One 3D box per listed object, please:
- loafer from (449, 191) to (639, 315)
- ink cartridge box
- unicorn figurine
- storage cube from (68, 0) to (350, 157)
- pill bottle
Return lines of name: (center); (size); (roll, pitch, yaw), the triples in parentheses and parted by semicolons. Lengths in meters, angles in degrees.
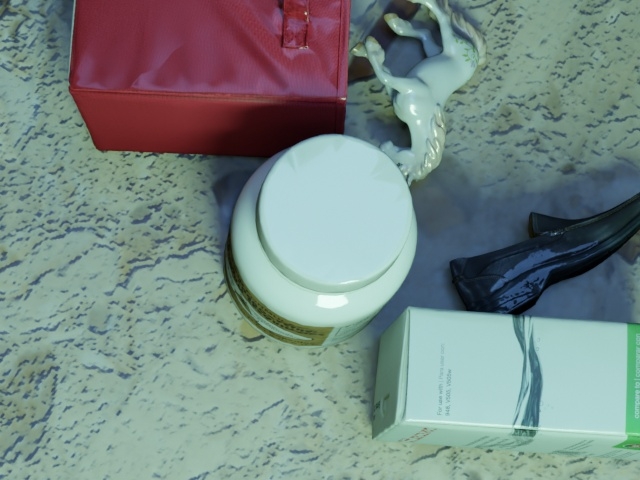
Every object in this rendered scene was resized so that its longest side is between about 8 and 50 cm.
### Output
loafer: (0.178, 0.003, 1.486); (0.170, 0.062, 0.061); (-30, 79, -11)
ink cartridge box: (0.149, 0.106, 1.417); (0.208, 0.153, 0.087); (4, 79, -6)
unicorn figurine: (0.074, -0.119, 1.494); (0.162, 0.060, 0.111); (-44, 98, -17)
storage cube: (-0.074, -0.169, 1.416); (0.193, 0.215, 0.184); (2, 80, 1)
pill bottle: (0.000, 0.000, 1.381); (0.131, 0.229, 0.131); (1, 80, -5)
